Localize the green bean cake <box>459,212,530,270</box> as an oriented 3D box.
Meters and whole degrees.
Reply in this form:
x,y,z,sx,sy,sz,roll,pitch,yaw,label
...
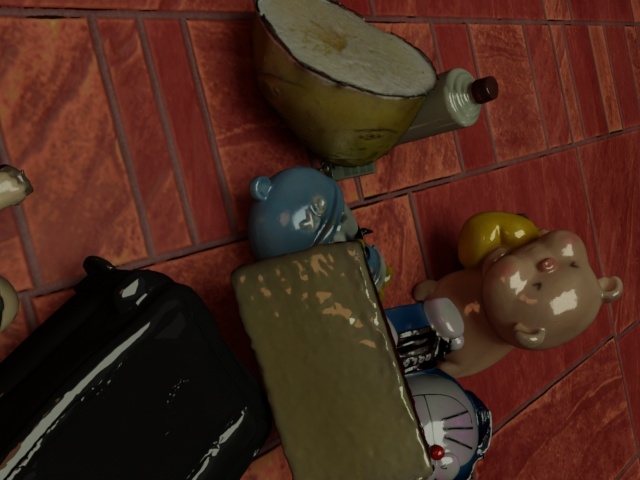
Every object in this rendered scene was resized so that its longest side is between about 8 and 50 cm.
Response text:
x,y,z,sx,sy,sz,roll,pitch,yaw,label
0.405,0.084,1.373,0.198,0.097,0.232,-33,106,-40,green bean cake

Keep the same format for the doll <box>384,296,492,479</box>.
x,y,z,sx,sy,sz,roll,pitch,yaw,label
0.130,0.266,1.012,0.284,0.240,0.310,-10,79,-17,doll

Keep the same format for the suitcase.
x,y,z,sx,sy,sz,roll,pitch,yaw,label
-0.233,0.237,0.713,0.345,0.188,0.339,-52,131,-35,suitcase

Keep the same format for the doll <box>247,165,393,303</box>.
x,y,z,sx,sy,sz,roll,pitch,yaw,label
0.000,0.000,0.991,0.314,0.141,0.177,39,64,-35,doll

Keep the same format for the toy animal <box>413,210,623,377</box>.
x,y,z,sx,sy,sz,roll,pitch,yaw,label
0.346,0.092,1.155,0.345,0.247,0.277,-24,101,-3,toy animal

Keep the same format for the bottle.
x,y,z,sx,sy,sz,roll,pitch,yaw,label
0.202,-0.239,1.133,0.104,0.245,0.104,6,81,-41,bottle

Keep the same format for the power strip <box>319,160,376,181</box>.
x,y,z,sx,sy,sz,roll,pitch,yaw,label
0.048,-0.134,1.133,0.136,0.019,0.051,-15,96,-43,power strip

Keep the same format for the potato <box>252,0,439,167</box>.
x,y,z,sx,sy,sz,roll,pitch,yaw,label
0.007,-0.238,1.008,0.300,0.196,0.246,27,40,-5,potato

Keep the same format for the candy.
x,y,z,sx,sy,sz,roll,pitch,yaw,label
0.015,0.165,0.840,0.135,0.179,0.320,32,39,-84,candy

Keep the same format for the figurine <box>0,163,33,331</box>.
x,y,z,sx,sy,sz,roll,pitch,yaw,label
-0.445,0.023,0.553,0.412,0.241,0.306,-28,128,-59,figurine
